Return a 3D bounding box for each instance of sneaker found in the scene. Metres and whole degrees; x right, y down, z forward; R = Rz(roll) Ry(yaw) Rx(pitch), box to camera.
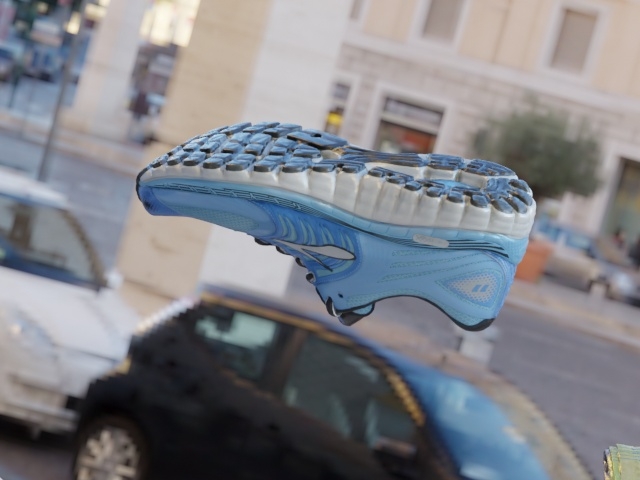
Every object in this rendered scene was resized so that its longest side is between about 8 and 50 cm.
[{"bbox_3d":[0.000,0.000,0.723,0.162,0.073,0.063,13,22,20],"label":"sneaker"}]

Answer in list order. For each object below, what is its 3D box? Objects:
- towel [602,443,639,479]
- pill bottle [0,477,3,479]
[{"bbox_3d":[0.123,0.082,0.541,0.083,0.009,0.060,6,29,1],"label":"towel"},{"bbox_3d":[-0.322,0.218,1.030,0.204,0.204,0.361,12,-14,-42],"label":"pill bottle"}]
